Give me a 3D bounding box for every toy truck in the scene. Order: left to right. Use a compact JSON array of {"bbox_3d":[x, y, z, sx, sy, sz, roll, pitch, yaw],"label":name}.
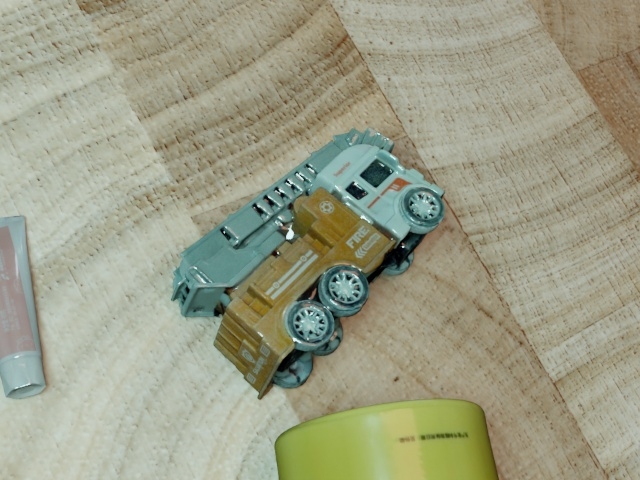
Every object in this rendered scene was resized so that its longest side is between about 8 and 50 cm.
[{"bbox_3d":[0.000,0.000,1.086,0.184,0.133,0.338,40,60,8],"label":"toy truck"}]

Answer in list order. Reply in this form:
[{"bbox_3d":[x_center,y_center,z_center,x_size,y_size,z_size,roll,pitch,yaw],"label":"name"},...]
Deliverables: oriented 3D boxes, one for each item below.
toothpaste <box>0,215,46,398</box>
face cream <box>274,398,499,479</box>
[{"bbox_3d":[-0.317,0.062,0.971,0.067,0.043,0.194,-8,65,-25],"label":"toothpaste"},{"bbox_3d":[0.071,0.268,0.943,0.218,0.218,0.179,1,66,-24],"label":"face cream"}]
